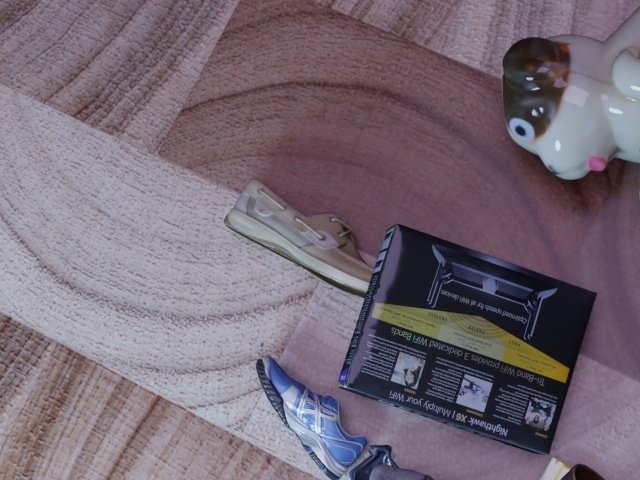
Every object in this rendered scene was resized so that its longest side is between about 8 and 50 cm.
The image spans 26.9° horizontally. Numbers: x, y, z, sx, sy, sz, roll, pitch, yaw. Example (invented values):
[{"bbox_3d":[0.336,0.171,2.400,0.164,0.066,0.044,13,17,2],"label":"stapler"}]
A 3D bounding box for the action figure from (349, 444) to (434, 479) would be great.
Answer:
[{"bbox_3d":[0.087,0.441,1.808,0.330,0.178,0.341,-14,72,-23],"label":"action figure"}]

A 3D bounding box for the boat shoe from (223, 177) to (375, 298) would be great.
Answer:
[{"bbox_3d":[0.000,0.000,2.001,0.302,0.109,0.098,27,85,21],"label":"boat shoe"}]

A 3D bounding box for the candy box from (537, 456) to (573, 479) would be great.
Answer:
[{"bbox_3d":[0.387,0.400,1.868,0.206,0.027,0.105,31,88,17],"label":"candy box"}]

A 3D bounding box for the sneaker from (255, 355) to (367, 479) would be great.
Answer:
[{"bbox_3d":[-0.017,0.250,1.966,0.081,0.080,0.211,-38,82,-6],"label":"sneaker"}]

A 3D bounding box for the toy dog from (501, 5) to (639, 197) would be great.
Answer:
[{"bbox_3d":[0.454,-0.232,1.874,0.408,0.284,0.395,-19,74,9],"label":"toy dog"}]

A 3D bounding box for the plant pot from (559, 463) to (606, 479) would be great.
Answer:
[{"bbox_3d":[0.315,0.451,1.770,0.230,0.215,0.215,-41,72,16],"label":"plant pot"}]

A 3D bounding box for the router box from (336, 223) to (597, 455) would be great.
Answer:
[{"bbox_3d":[0.206,0.141,1.889,0.309,0.081,0.242,20,81,-5],"label":"router box"}]
